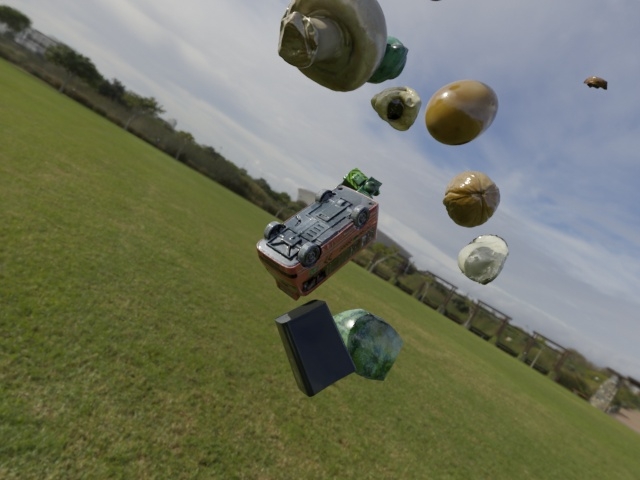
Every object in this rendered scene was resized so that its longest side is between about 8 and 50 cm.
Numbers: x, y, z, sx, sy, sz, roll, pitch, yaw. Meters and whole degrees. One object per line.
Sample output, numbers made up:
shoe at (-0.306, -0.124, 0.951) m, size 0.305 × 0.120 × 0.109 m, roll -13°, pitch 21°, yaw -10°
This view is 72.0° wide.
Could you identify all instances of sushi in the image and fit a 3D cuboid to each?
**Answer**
sushi at (1.139, -0.653, 1.827) m, size 0.050 × 0.047 × 0.099 m, roll -2°, pitch 36°, yaw -28°

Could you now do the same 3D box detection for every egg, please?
egg at (0.576, -0.523, 1.791) m, size 0.250 × 0.322 × 0.250 m, roll 53°, pitch -18°, yaw 25°

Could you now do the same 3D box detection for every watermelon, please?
watermelon at (0.144, 0.387, 1.681) m, size 0.305 × 0.224 × 0.180 m, roll 29°, pitch -22°, yaw 13°

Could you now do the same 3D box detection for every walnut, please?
walnut at (0.761, -0.208, 2.245) m, size 0.277 × 0.252 × 0.313 m, roll 52°, pitch -4°, yaw 0°

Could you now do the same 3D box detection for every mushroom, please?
mushroom at (0.017, -0.524, 1.161) m, size 0.298 × 0.290 × 0.297 m, roll 23°, pitch -41°, yaw 22°

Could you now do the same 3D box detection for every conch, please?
conch at (0.198, -0.561, 1.377) m, size 0.196 × 0.134 × 0.202 m, roll 27°, pitch 39°, yaw 34°

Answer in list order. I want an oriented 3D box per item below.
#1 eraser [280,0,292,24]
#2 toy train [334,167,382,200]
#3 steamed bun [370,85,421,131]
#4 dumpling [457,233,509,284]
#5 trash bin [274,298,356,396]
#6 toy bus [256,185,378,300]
eraser at (0.039, -0.883, 1.701) m, size 0.331 × 0.149 × 0.331 m, roll 10°, pitch -31°, yaw 6°
toy train at (0.151, -0.208, 2.020) m, size 0.178 × 0.138 × 0.330 m, roll 44°, pitch -22°, yaw 3°
steamed bun at (0.267, -0.498, 1.629) m, size 0.155 × 0.140 × 0.172 m, roll 8°, pitch 38°, yaw -16°
dumpling at (0.558, 0.060, 1.487) m, size 0.142 × 0.172 × 0.247 m, roll 30°, pitch 18°, yaw -15°
trash bin at (-0.019, 0.307, 1.291) m, size 0.115 × 0.165 × 0.225 m, roll -2°, pitch -70°, yaw 68°
toy bus at (0.000, 0.000, 1.510) m, size 0.203 × 0.427 × 0.233 m, roll 31°, pitch -36°, yaw 35°
